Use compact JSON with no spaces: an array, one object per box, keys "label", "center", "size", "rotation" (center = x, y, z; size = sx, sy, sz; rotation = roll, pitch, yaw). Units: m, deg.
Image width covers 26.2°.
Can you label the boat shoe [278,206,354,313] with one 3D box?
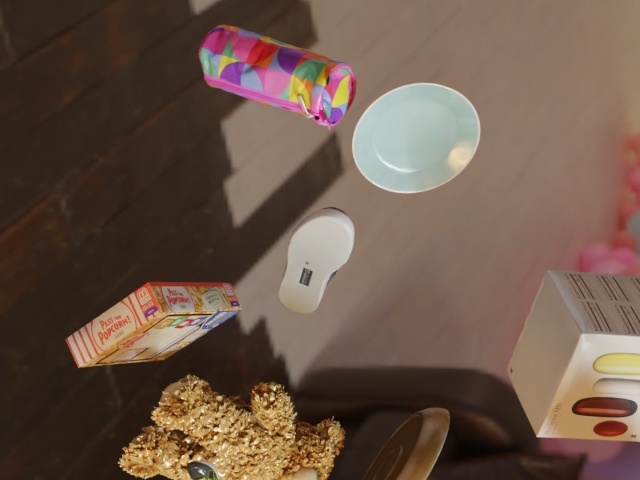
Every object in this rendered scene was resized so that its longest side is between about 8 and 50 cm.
[{"label":"boat shoe","center":[0.000,0.000,1.506],"size":[0.183,0.065,0.083],"rotation":[117,-4,-54]}]

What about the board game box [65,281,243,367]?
[{"label":"board game box","center":[-0.211,0.108,1.773],"size":[0.193,0.146,0.045],"rotation":[4,56,-63]}]

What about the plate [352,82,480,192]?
[{"label":"plate","center":[0.136,-0.151,1.981],"size":[0.024,0.188,0.188],"rotation":[-105,173,-51]}]

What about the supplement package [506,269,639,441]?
[{"label":"supplement package","center":[0.403,0.165,1.946],"size":[0.149,0.203,0.194],"rotation":[-108,-152,-53]}]

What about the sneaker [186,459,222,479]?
[{"label":"sneaker","center":[-0.138,0.304,1.707],"size":[0.083,0.031,0.035],"rotation":[53,25,-36]}]

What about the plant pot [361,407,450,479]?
[{"label":"plant pot","center":[0.106,0.335,1.988],"size":[0.032,0.236,0.236],"rotation":[35,45,-6]}]

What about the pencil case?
[{"label":"pencil case","center":[-0.063,-0.237,1.981],"size":[0.104,0.236,0.104],"rotation":[-40,141,-42]}]

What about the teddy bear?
[{"label":"teddy bear","center":[-0.114,0.296,1.912],"size":[0.245,0.113,0.338],"rotation":[-47,129,0]}]
